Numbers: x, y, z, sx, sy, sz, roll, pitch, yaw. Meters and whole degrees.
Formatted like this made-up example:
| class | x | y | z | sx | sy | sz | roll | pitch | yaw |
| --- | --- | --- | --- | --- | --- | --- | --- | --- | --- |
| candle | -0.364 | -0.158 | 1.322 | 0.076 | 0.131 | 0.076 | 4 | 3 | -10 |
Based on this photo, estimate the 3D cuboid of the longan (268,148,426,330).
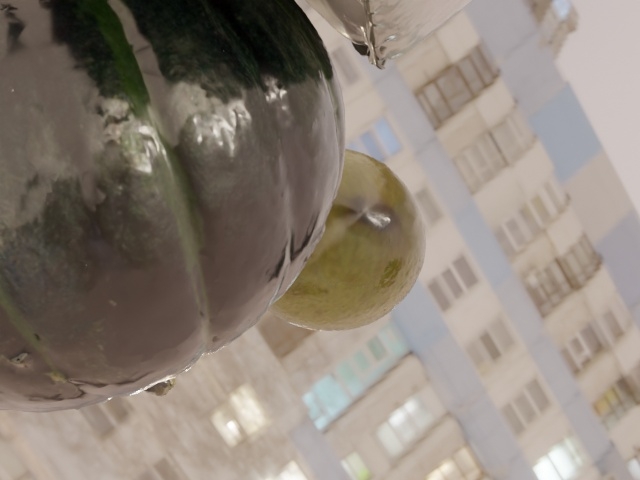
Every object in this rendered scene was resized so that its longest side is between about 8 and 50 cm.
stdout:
| class | x | y | z | sx | sy | sz | roll | pitch | yaw |
| --- | --- | --- | --- | --- | --- | --- | --- | --- | --- |
| longan | 0.000 | 0.000 | 0.996 | 0.145 | 0.155 | 0.176 | -48 | -169 | -20 |

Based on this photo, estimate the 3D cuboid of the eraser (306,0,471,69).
| class | x | y | z | sx | sy | sz | roll | pitch | yaw |
| --- | --- | --- | --- | --- | --- | --- | --- | --- | --- |
| eraser | 0.007 | -0.205 | 0.458 | 0.150 | 0.331 | 0.331 | -39 | -162 | -2 |

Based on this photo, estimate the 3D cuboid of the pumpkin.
| class | x | y | z | sx | sy | sz | roll | pitch | yaw |
| --- | --- | --- | --- | --- | --- | --- | --- | --- | --- |
| pumpkin | -0.106 | -0.023 | 0.559 | 0.250 | 0.216 | 0.250 | -17 | -154 | 8 |
